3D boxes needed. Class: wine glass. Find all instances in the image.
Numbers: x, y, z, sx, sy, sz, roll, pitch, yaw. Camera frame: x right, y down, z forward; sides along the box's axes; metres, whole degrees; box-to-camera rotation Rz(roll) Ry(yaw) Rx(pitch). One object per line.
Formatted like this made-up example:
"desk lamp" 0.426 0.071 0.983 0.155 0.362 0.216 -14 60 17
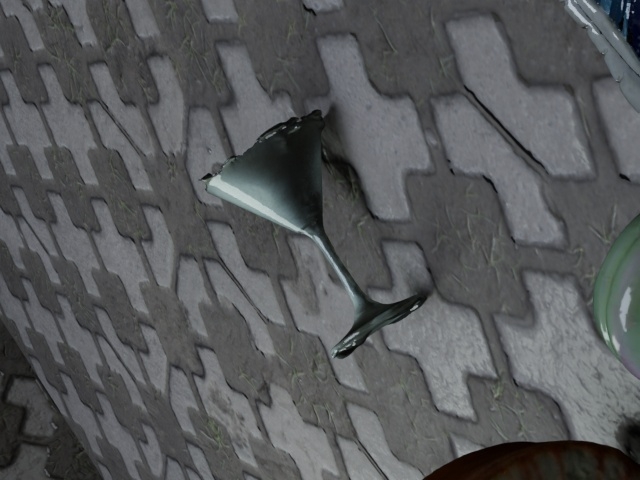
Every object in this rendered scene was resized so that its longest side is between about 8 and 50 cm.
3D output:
"wine glass" 0.000 0.000 1.368 0.232 0.156 0.156 57 155 8

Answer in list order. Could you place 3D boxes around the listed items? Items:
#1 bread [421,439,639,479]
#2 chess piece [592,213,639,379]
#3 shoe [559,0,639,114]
"bread" 0.200 0.320 1.092 0.327 0.295 0.114 41 159 -12
"chess piece" 0.293 0.073 0.808 0.271 0.139 0.139 -135 28 -61
"shoe" 0.220 -0.169 0.854 0.106 0.091 0.207 -49 64 40
